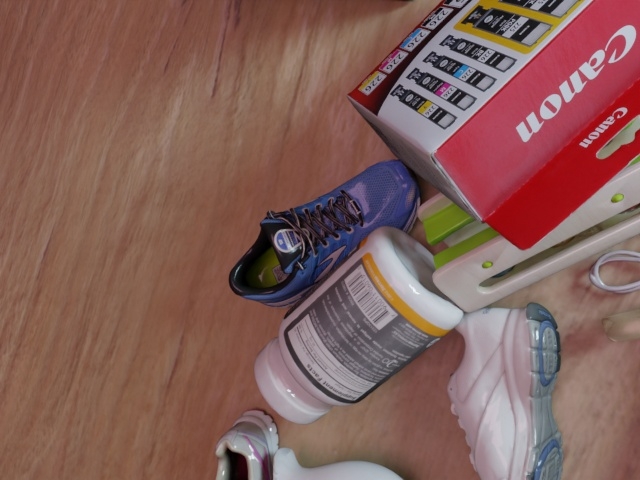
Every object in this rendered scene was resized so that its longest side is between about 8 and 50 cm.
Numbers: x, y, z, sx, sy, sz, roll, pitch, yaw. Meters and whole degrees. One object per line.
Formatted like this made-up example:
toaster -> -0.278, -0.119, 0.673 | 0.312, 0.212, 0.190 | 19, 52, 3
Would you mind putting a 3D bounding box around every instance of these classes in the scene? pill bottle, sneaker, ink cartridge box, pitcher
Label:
pill bottle -> 0.043, 0.124, 0.702 | 0.278, 0.162, 0.162 | -45, 68, 24
sneaker -> 0.000, 0.000, 0.742 | 0.330, 0.147, 0.130 | -38, 71, 19
ink cartridge box -> 0.224, -0.185, 0.545 | 0.309, 0.130, 0.272 | -45, 38, 7
pitcher -> 0.018, 0.395, 0.708 | 0.207, 0.125, 0.178 | -1, 56, 27
sneaker -> 0.229, 0.226, 0.648 | 0.129, 0.111, 0.297 | -2, 82, 43
sneaker -> -0.110, 0.406, 0.801 | 0.103, 0.111, 0.252 | -26, 76, 25

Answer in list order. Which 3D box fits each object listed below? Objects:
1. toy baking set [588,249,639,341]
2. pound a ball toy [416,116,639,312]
toy baking set -> 0.425, 0.006, 0.580 | 0.196, 0.030, 0.256 | 12, 87, 35
pound a ball toy -> 0.282, -0.069, 0.619 | 0.319, 0.135, 0.208 | -33, 38, 27
